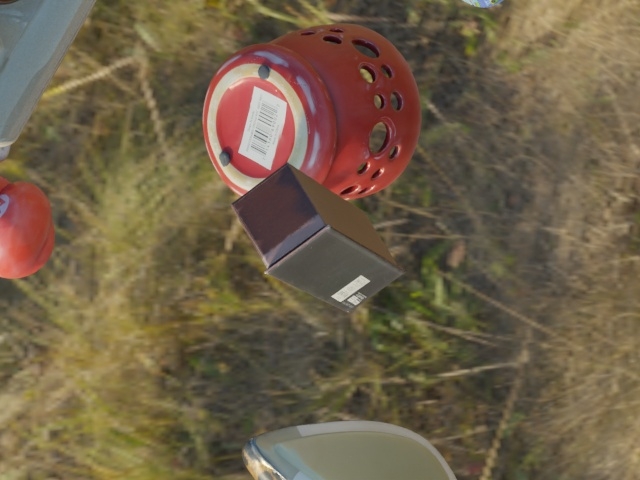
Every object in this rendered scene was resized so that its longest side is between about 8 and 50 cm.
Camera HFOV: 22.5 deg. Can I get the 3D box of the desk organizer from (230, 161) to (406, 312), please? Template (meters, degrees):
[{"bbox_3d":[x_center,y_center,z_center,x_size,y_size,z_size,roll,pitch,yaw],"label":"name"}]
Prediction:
[{"bbox_3d":[0.000,0.000,0.970,0.047,0.130,0.050,-36,67,11],"label":"desk organizer"}]

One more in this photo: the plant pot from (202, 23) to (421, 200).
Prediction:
[{"bbox_3d":[-0.018,-0.129,1.686,0.191,0.174,0.191,9,104,37],"label":"plant pot"}]

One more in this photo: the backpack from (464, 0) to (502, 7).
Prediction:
[{"bbox_3d":[0.058,-0.229,0.848,0.117,0.173,0.158,-45,43,-6],"label":"backpack"}]

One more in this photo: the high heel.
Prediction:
[{"bbox_3d":[0.018,0.191,0.921,0.186,0.261,0.093,-34,39,39],"label":"high heel"}]

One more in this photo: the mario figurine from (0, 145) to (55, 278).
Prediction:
[{"bbox_3d":[-0.452,-0.034,1.923,0.320,0.170,0.198,1,110,47],"label":"mario figurine"}]

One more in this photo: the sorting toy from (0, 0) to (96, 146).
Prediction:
[{"bbox_3d":[-0.275,-0.168,1.191,0.208,0.038,0.193,13,65,27],"label":"sorting toy"}]
